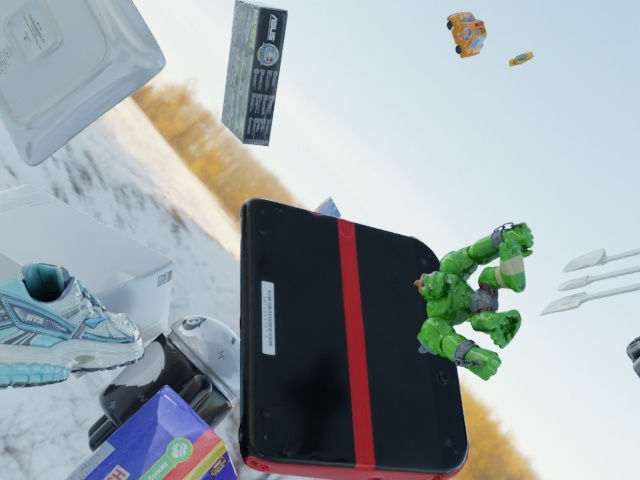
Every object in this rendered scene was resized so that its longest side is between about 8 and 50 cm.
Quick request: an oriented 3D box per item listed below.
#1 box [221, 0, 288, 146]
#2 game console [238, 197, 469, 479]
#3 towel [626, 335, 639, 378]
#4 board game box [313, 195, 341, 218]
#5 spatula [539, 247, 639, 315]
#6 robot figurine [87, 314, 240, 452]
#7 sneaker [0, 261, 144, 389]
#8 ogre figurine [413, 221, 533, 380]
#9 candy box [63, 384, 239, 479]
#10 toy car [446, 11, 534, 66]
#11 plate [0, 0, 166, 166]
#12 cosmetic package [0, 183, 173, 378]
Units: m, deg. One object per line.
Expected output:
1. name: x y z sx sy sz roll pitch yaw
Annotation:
1. box: -0.141 -0.350 1.663 0.060 0.270 0.216 2 18 -21
2. game console: 0.043 0.139 1.118 0.342 0.060 0.386 12 55 -25
3. towel: 0.629 0.184 1.215 0.235 0.284 0.121 48 12 -28
4. board game box: 0.000 0.000 1.388 0.033 0.133 0.168 32 12 -18
5. spatula: 0.506 0.055 1.400 0.242 0.168 0.019 -24 -75 50
6. robot figurine: -0.238 0.244 1.279 0.209 0.278 0.173 37 -14 38
7. sneaker: -0.272 0.083 0.875 0.283 0.110 0.122 6 82 -80
8. ogre figurine: 0.177 0.070 0.943 0.097 0.197 0.118 21 -22 -41
9. candy box: -0.223 0.375 1.007 0.122 0.268 0.317 33 -29 28
10. toy car: 0.214 -0.253 0.996 0.040 0.122 0.060 -18 -105 59
11. plate: -0.380 -0.282 1.098 0.277 0.278 0.045 60 22 2
12. cosmetic package: -0.466 0.055 1.393 0.385 0.156 0.217 28 30 27
